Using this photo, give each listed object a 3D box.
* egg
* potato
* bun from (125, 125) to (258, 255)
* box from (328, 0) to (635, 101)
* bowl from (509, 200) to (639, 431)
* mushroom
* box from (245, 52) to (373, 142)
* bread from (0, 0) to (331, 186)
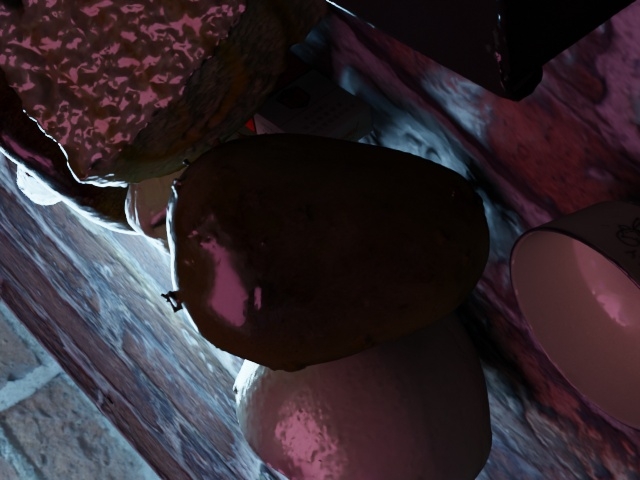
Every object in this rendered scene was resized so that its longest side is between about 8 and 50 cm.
[{"bbox_3d":[0.057,0.149,2.062,0.337,0.337,0.201,35,135,37],"label":"egg"},{"bbox_3d":[0.006,0.018,1.895,0.219,0.359,0.269,-72,-14,-73],"label":"potato"},{"bbox_3d":[-0.130,-0.082,2.178,0.244,0.244,0.153,101,147,-60],"label":"bun"},{"bbox_3d":[0.098,-0.320,1.412,0.345,0.204,0.251,35,150,37],"label":"box"},{"bbox_3d":[0.304,0.056,1.643,0.238,0.126,0.237,42,155,25],"label":"bowl"},{"bbox_3d":[-0.347,-0.153,2.432,0.345,0.345,0.239,19,96,54],"label":"mushroom"},{"bbox_3d":[-0.024,-0.153,2.017,0.152,0.100,0.048,38,150,33],"label":"box"},{"bbox_3d":[-0.144,-0.260,1.884,0.395,0.264,0.239,-43,73,24],"label":"bread"}]
